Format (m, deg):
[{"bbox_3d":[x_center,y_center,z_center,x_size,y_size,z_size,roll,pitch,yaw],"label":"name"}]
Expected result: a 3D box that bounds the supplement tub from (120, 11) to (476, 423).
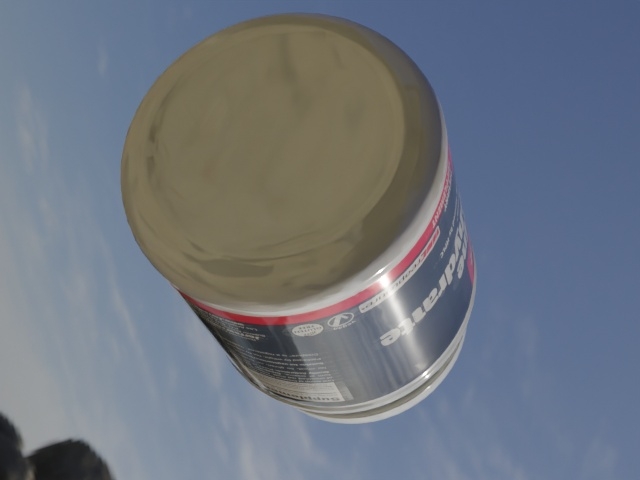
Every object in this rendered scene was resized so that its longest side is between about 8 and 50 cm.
[{"bbox_3d":[0.000,0.000,0.777,0.191,0.191,0.272,64,0,28],"label":"supplement tub"}]
